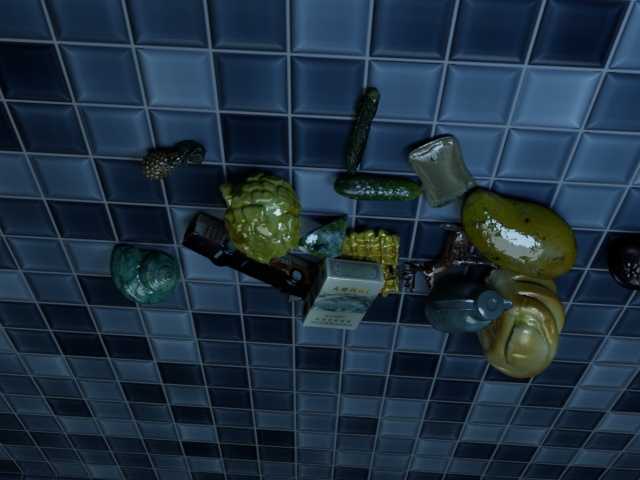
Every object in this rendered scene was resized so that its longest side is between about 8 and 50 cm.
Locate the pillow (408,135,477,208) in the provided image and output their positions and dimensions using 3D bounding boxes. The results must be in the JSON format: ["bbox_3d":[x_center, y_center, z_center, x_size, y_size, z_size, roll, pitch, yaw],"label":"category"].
[{"bbox_3d":[0.299,-0.163,1.712,0.130,0.033,0.217,-22,135,11],"label":"pillow"}]

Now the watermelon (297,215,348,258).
[{"bbox_3d":[0.002,0.001,1.848,0.080,0.101,0.155,-6,-172,44],"label":"watermelon"}]

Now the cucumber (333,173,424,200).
[{"bbox_3d":[0.145,-0.129,1.745,0.228,0.069,0.069,3,140,-4],"label":"cucumber"}]

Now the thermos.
[{"bbox_3d":[0.388,0.180,1.937,0.182,0.144,0.286,2,171,-12],"label":"thermos"}]

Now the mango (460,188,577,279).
[{"bbox_3d":[0.498,-0.009,1.781,0.330,0.176,0.176,16,171,-17],"label":"mango"}]

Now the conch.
[{"bbox_3d":[-0.496,0.100,2.020,0.202,0.134,0.196,-17,137,25],"label":"conch"}]

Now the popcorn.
[{"bbox_3d":[-0.153,-0.058,1.768,0.217,0.181,0.235,9,135,0],"label":"popcorn"}]

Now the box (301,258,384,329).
[{"bbox_3d":[0.057,0.155,1.975,0.164,0.069,0.256,6,142,-16],"label":"box"}]

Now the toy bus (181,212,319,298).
[{"bbox_3d":[-0.184,0.051,1.966,0.409,0.092,0.093,26,137,-24],"label":"toy bus"}]

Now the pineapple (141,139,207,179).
[{"bbox_3d":[-0.352,-0.196,1.711,0.159,0.074,0.074,-16,136,16],"label":"pineapple"}]

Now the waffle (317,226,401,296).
[{"bbox_3d":[0.132,0.067,1.983,0.283,0.065,0.309,32,136,-26],"label":"waffle"}]

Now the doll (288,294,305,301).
[{"bbox_3d":[0.020,0.172,2.123,0.227,0.057,0.114,8,136,-2],"label":"doll"}]

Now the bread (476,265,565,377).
[{"bbox_3d":[0.575,0.229,1.993,0.212,0.270,0.315,-5,135,-12],"label":"bread"}]

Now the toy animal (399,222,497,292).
[{"bbox_3d":[0.354,0.039,1.933,0.260,0.087,0.243,4,127,2],"label":"toy animal"}]

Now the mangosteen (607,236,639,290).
[{"bbox_3d":[0.839,0.057,1.858,0.153,0.152,0.152,3,140,2],"label":"mangosteen"}]

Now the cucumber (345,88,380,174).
[{"bbox_3d":[0.092,-0.243,1.632,0.044,0.043,0.256,13,140,-2],"label":"cucumber"}]
